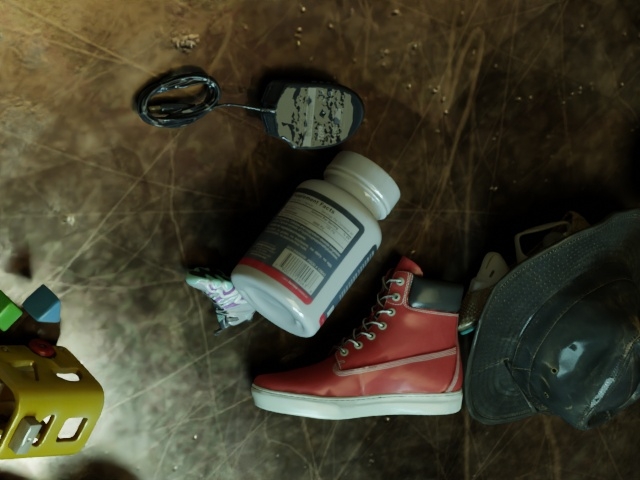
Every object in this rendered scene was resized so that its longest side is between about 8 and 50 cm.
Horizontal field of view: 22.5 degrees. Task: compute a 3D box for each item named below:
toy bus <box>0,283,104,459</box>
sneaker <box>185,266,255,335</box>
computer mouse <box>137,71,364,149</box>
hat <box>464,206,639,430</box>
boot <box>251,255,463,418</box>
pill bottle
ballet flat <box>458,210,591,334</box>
[{"bbox_3d":[-0.308,0.163,1.566,0.202,0.104,0.191,-37,146,-19],"label":"toy bus"},{"bbox_3d":[-0.106,0.068,1.697,0.098,0.038,0.069,12,107,-32],"label":"sneaker"},{"bbox_3d":[-0.069,-0.134,1.622,0.242,0.041,0.071,3,104,-23],"label":"computer mouse"},{"bbox_3d":[0.316,0.128,1.856,0.331,0.134,0.331,-24,141,-21],"label":"hat"},{"bbox_3d":[0.041,0.105,1.782,0.244,0.088,0.176,-2,98,-17],"label":"boot"},{"bbox_3d":[0.000,0.000,1.666,0.180,0.108,0.108,-53,129,-17],"label":"pill bottle"},{"bbox_3d":[0.227,0.031,1.856,0.206,0.073,0.067,-31,99,-15],"label":"ballet flat"}]
